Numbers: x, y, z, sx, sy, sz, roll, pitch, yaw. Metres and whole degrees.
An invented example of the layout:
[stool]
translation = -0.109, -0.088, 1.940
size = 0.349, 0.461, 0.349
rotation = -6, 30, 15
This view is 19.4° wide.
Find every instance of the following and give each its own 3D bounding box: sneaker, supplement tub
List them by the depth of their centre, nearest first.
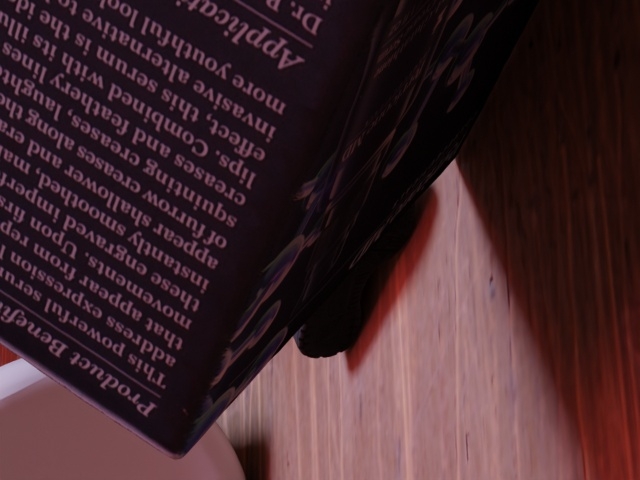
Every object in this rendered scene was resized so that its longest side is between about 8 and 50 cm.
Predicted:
[sneaker]
translation = 0.003, 0.000, 1.070
size = 0.089, 0.051, 0.170
rotation = -108, 29, -41
[supplement tub]
translation = -0.198, 0.205, 1.279
size = 0.316, 0.228, 0.228
rotation = 154, 122, -66

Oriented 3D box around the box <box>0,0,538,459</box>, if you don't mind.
[box]
translation = -0.015, -0.163, 0.764
size = 0.293, 0.212, 0.395
rotation = -47, -13, -48
